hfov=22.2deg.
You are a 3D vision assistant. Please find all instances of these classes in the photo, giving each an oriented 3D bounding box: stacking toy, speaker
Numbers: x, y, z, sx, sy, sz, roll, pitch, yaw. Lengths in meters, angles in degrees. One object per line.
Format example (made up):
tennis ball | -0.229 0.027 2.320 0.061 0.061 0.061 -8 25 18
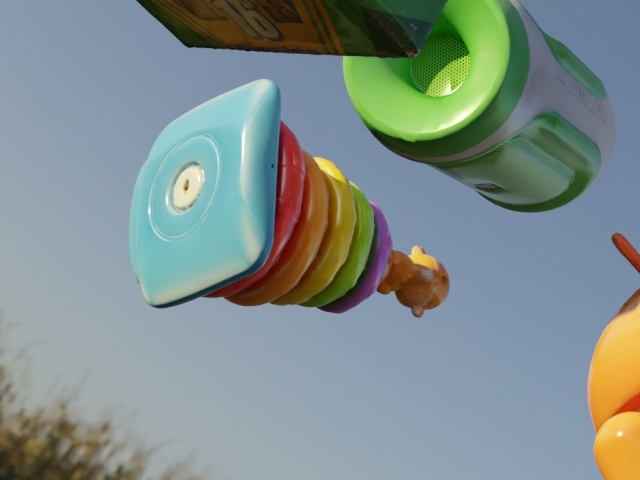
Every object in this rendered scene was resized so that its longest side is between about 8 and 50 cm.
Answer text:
stacking toy | 0.000 0.000 1.403 0.302 0.175 0.166 21 -30 -38
speaker | 0.119 -0.095 1.124 0.131 0.131 0.296 29 4 23

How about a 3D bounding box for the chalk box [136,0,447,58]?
chalk box | -0.059 -0.231 0.667 0.179 0.180 0.289 11 -24 50

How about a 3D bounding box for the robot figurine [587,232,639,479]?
robot figurine | 0.181 0.091 0.606 0.128 0.158 0.219 83 -14 -66
